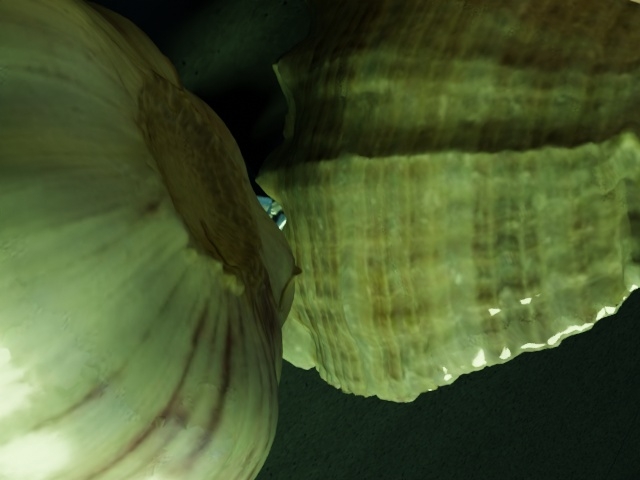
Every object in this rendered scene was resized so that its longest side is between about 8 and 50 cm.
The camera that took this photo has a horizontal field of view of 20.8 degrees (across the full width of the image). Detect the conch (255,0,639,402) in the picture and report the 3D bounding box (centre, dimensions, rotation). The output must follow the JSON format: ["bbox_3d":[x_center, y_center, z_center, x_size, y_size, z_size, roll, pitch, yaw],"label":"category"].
[{"bbox_3d":[0.083,-0.066,0.837,0.297,0.210,0.352,-44,-172,-14],"label":"conch"}]

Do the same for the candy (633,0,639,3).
[{"bbox_3d":[0.136,-0.180,0.743,0.255,0.255,0.094,-9,135,-49],"label":"candy"}]

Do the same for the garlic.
[{"bbox_3d":[-0.151,0.012,0.716,0.253,0.245,0.245,-18,161,21],"label":"garlic"}]

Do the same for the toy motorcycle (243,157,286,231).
[{"bbox_3d":[-0.079,-0.001,0.914,0.114,0.076,0.205,-48,153,23],"label":"toy motorcycle"}]
